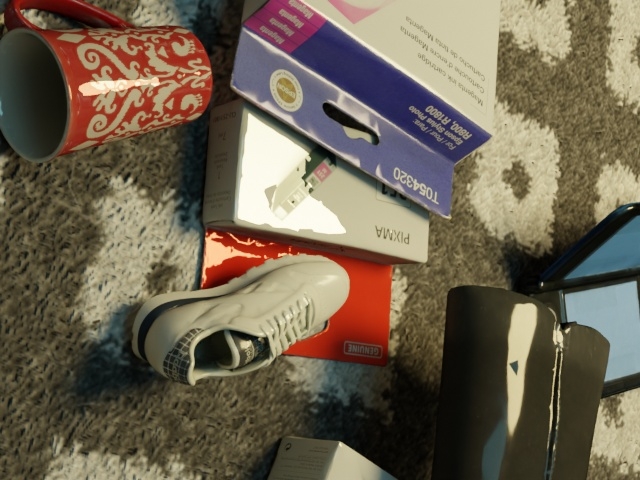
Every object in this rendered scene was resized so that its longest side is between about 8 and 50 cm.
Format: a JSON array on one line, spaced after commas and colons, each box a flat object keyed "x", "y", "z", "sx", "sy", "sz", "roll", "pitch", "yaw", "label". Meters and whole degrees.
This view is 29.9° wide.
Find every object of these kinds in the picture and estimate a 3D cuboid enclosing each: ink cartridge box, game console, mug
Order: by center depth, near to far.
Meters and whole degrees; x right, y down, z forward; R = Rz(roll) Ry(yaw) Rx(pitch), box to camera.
[{"x": -0.189, "y": -0.155, "z": 1.051, "sx": 0.169, "sy": 0.113, "sz": 0.150, "roll": -17, "pitch": 99, "yaw": -45, "label": "mug"}, {"x": 0.000, "y": 0.000, "z": 1.241, "sx": 0.275, "sy": 0.060, "sz": 0.238, "roll": 12, "pitch": 77, "yaw": -41, "label": "ink cartridge box"}, {"x": 0.066, "y": -0.233, "z": 1.271, "sx": 0.324, "sy": 0.071, "sz": 0.330, "roll": 28, "pitch": 55, "yaw": -36, "label": "ink cartridge box"}, {"x": 0.408, "y": 0.076, "z": 1.526, "sx": 0.293, "sy": 0.173, "sz": 0.250, "roll": -6, "pitch": 90, "yaw": -42, "label": "game console"}]

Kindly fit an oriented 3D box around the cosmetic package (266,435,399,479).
[{"x": 0.064, "y": 0.411, "z": 1.236, "sx": 0.377, "sy": 0.097, "sz": 0.284, "roll": 38, "pitch": 64, "yaw": -33, "label": "cosmetic package"}]

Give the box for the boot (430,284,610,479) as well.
[{"x": 0.129, "y": 0.249, "z": 1.148, "sx": 0.367, "sy": 0.146, "sz": 0.445, "roll": 33, "pitch": 65, "yaw": -45, "label": "boot"}]

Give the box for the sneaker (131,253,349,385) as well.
[{"x": -0.057, "y": 0.081, "z": 1.133, "sx": 0.235, "sy": 0.095, "sz": 0.090, "roll": -20, "pitch": 119, "yaw": -33, "label": "sneaker"}]
